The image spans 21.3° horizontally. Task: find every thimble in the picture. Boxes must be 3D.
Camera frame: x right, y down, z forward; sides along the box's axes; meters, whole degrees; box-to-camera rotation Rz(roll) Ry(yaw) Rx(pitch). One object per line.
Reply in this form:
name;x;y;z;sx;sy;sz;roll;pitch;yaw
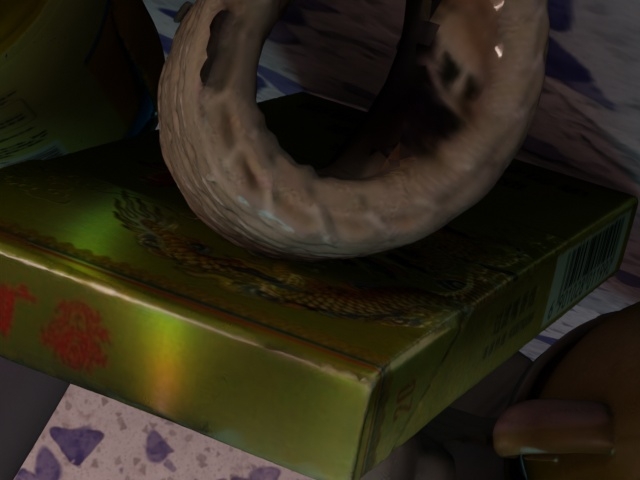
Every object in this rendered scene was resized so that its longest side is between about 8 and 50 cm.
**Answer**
thimble;0.008;-0.049;0.503;0.102;0.115;0.090;21;173;-10

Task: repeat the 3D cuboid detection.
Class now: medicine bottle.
medicine bottle;-0.129;-0.089;0.599;0.124;0.124;0.239;22;171;5

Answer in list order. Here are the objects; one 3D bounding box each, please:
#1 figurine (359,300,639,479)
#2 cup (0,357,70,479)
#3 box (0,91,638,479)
figurine;0.166;0.097;0.841;0.342;0.167;0.285;-20;-178;-10
cup;-0.292;0.059;1.160;0.253;0.372;0.253;28;176;2
box;0.000;0.000;0.643;0.173;0.043;0.311;19;-162;21
